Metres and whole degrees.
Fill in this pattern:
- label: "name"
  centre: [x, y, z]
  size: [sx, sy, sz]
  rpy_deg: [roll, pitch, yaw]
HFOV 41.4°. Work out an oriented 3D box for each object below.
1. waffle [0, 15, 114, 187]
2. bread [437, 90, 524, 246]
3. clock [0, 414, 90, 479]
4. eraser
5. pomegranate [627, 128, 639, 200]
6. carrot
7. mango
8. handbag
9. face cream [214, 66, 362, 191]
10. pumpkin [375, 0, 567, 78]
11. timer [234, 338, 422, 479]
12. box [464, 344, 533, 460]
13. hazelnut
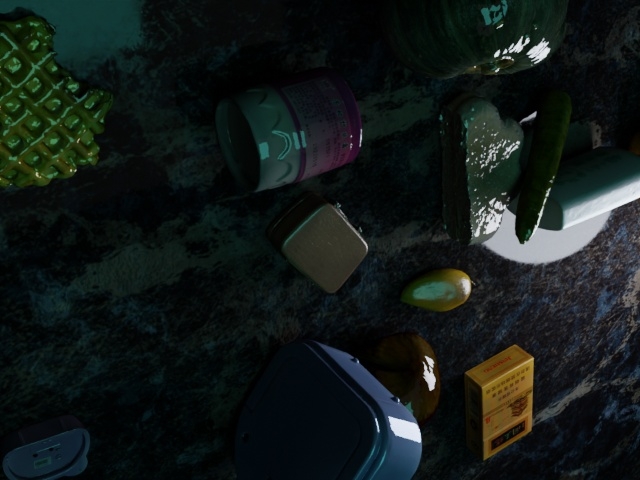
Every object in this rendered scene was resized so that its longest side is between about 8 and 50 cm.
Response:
- label: "waffle"
  centre: [-0.433, -0.195, 1.227]
  size: [0.291, 0.051, 0.291]
  rpy_deg: [-18, 127, -25]
- label: "bread"
  centre: [0.339, -0.155, 1.767]
  size: [0.183, 0.102, 0.337]
  rpy_deg: [-25, 125, -27]
- label: "clock"
  centre: [-0.493, 0.381, 1.520]
  size: [0.153, 0.050, 0.110]
  rpy_deg: [-15, 123, -28]
- label: "eraser"
  centre: [0.577, -0.118, 1.893]
  size: [0.290, 0.189, 0.104]
  rpy_deg: [-21, 122, -25]
- label: "pomegranate"
  centre: [0.870, -0.184, 2.020]
  size: [0.264, 0.264, 0.264]
  rpy_deg: [-17, 124, -27]
- label: "carrot"
  centre: [0.463, -0.154, 1.774]
  size: [0.074, 0.074, 0.358]
  rpy_deg: [35, 64, -42]
- label: "mango"
  centre: [0.264, 0.112, 1.895]
  size: [0.187, 0.066, 0.101]
  rpy_deg: [-3, 117, -25]
- label: "handbag"
  centre: [0.000, 0.000, 1.635]
  size: [0.151, 0.072, 0.193]
  rpy_deg: [-49, 131, -1]
- label: "face cream"
  centre: [-0.054, -0.185, 1.417]
  size: [0.195, 0.175, 0.175]
  rpy_deg: [-22, 126, -26]
- label: "pumpkin"
  centre: [0.263, -0.404, 1.443]
  size: [0.328, 0.292, 0.257]
  rpy_deg: [-7, 90, -49]
- label: "timer"
  centre: [-0.005, 0.420, 1.679]
  size: [0.173, 0.395, 0.395]
  rpy_deg: [24, 101, -44]
- label: "box"
  centre: [0.465, 0.423, 2.208]
  size: [0.174, 0.076, 0.274]
  rpy_deg: [-23, 127, -21]
- label: "hazelnut"
  centre: [0.154, 0.317, 1.848]
  size: [0.251, 0.217, 0.217]
  rpy_deg: [-50, 138, -36]
